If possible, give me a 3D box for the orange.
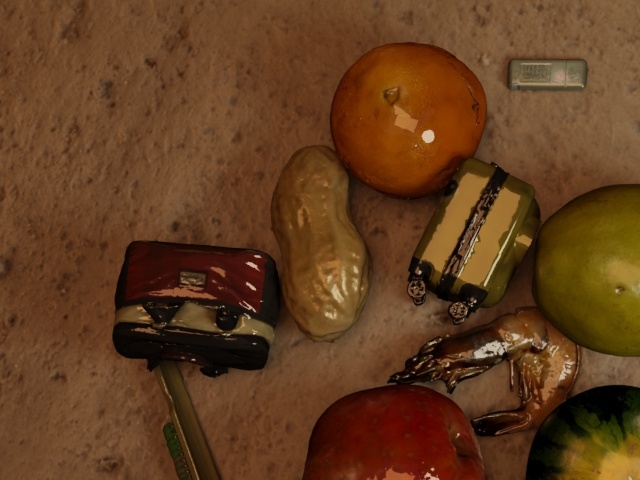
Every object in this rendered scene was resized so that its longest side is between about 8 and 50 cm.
[{"bbox_3d":[0.132,-0.183,1.602,0.240,0.240,0.240,-2,79,12],"label":"orange"}]

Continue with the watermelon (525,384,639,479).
[{"bbox_3d":[0.406,0.326,1.426,0.269,0.269,0.269,-2,79,12],"label":"watermelon"}]

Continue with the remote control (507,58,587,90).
[{"bbox_3d":[0.359,-0.263,1.670,0.124,0.018,0.053,1,78,12],"label":"remote control"}]

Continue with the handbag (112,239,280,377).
[{"bbox_3d":[-0.190,0.107,1.616,0.254,0.181,0.181,5,67,-3],"label":"handbag"}]

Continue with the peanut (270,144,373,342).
[{"bbox_3d":[0.000,0.000,1.638,0.149,0.149,0.313,-14,70,9],"label":"peanut"}]

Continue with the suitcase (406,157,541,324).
[{"bbox_3d":[0.230,0.006,1.554,0.143,0.194,0.235,27,87,11],"label":"suitcase"}]

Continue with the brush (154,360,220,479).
[{"bbox_3d":[-0.232,0.267,1.678,0.048,0.054,0.282,-30,73,26],"label":"brush"}]

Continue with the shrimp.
[{"bbox_3d":[0.255,0.211,1.580,0.289,0.075,0.178,-19,78,-5],"label":"shrimp"}]

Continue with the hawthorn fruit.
[{"bbox_3d":[0.095,0.336,1.480,0.284,0.284,0.284,-2,79,12],"label":"hawthorn fruit"}]

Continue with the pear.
[{"bbox_3d":[0.450,0.042,1.471,0.307,0.253,0.253,-4,78,11],"label":"pear"}]
